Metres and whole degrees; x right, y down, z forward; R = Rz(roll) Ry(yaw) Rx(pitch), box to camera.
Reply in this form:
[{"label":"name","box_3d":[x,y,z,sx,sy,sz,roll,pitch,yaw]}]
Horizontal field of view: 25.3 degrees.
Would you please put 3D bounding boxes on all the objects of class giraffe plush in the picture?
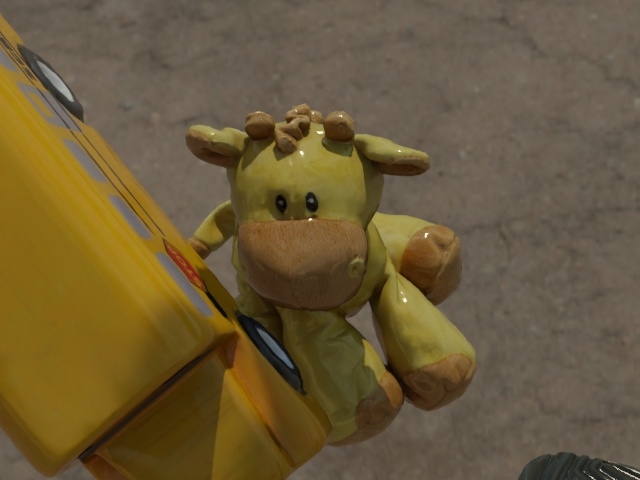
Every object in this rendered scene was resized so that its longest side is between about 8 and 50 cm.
[{"label":"giraffe plush","box_3d":[0.000,0.000,0.845,0.181,0.170,0.210,-20,65,-8]}]

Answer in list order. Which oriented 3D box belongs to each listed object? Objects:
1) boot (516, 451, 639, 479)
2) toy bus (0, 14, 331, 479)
[{"label":"boot","box_3d":[0.148,0.189,0.609,0.189,0.208,0.076,19,42,18]},{"label":"toy bus","box_3d":[-0.139,0.000,0.685,0.108,0.130,0.333,-40,86,4]}]
